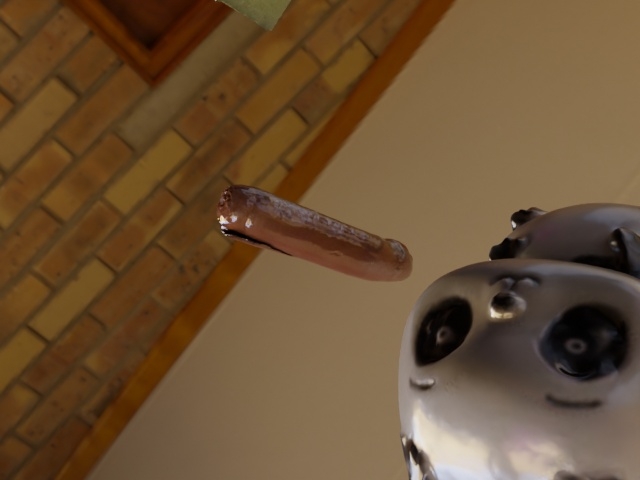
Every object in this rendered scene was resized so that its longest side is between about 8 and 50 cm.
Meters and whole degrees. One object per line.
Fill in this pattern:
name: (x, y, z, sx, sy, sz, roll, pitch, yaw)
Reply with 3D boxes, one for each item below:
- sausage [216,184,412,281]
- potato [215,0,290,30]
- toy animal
sausage: (0.000, -0.001, 0.785, 0.047, 0.176, 0.040, 28, -82, 59)
potato: (-0.071, -0.264, 0.884, 0.081, 0.149, 0.120, 40, -78, 30)
toy animal: (0.151, 0.078, 0.640, 0.187, 0.165, 0.235, -2, -162, 39)
